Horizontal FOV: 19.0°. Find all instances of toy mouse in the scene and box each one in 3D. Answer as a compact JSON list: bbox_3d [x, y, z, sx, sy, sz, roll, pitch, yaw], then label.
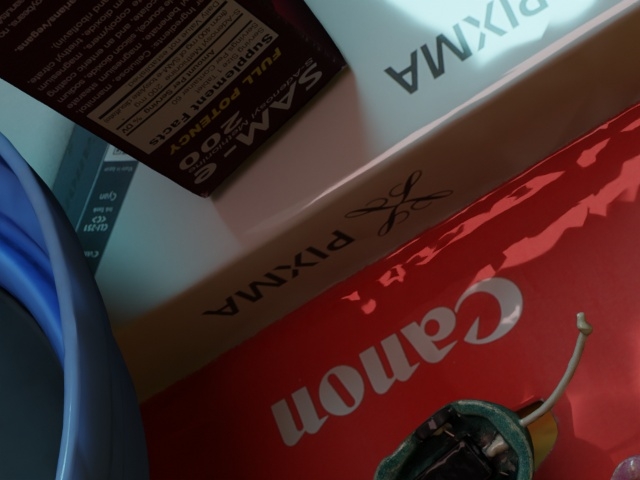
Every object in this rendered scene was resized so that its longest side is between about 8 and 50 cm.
[{"bbox_3d":[0.073,0.091,0.594,0.161,0.031,0.143,7,95,18],"label":"toy mouse"}]

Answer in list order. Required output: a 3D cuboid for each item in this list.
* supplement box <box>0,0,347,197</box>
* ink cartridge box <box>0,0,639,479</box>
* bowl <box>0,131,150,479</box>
[{"bbox_3d":[-0.102,-0.115,0.572,0.073,0.239,0.130,-41,57,11],"label":"supplement box"},{"bbox_3d":[0.000,0.000,0.659,0.296,0.066,0.261,-32,61,19],"label":"ink cartridge box"},{"bbox_3d":[-0.229,0.118,0.605,0.391,0.077,0.391,-15,48,18],"label":"bowl"}]
